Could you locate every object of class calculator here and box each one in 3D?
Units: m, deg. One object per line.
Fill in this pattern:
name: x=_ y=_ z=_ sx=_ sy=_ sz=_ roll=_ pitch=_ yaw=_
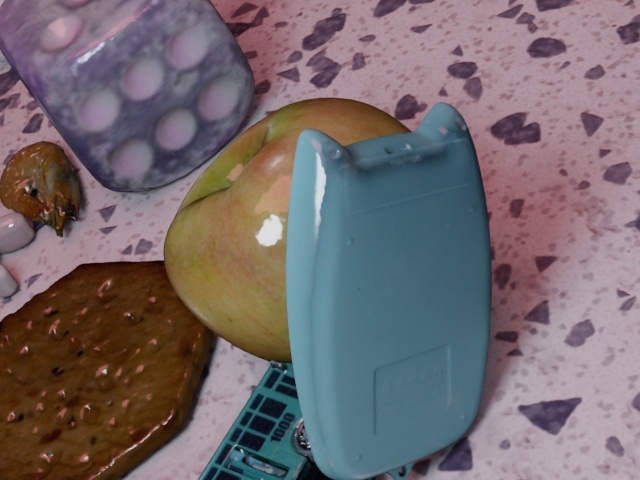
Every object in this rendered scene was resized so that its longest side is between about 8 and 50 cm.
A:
calculator: x=0.077 y=0.066 z=1.366 sx=0.256 sy=0.386 sz=0.054 roll=-15 pitch=21 yaw=-36

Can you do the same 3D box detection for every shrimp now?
shrimp: x=-0.403 y=-0.068 z=1.951 sx=0.115 sy=0.051 sz=0.217 roll=-37 pitch=46 yaw=3

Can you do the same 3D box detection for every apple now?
apple: x=0.000 y=0.000 z=1.517 sx=0.319 sy=0.277 sz=0.319 roll=-38 pitch=20 yaw=16

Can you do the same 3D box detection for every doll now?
doll: x=-0.488 y=0.017 z=1.913 sx=0.160 sy=0.059 sz=0.161 roll=-8 pitch=50 yaw=19

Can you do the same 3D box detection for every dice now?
dice: x=-0.272 y=-0.252 z=1.886 sx=0.270 sy=0.270 sz=0.271 roll=-36 pitch=45 yaw=-5

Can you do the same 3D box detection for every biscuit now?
biscuit: x=-0.296 y=0.168 z=1.693 sx=0.359 sy=0.046 sz=0.359 roll=-14 pitch=48 yaw=16

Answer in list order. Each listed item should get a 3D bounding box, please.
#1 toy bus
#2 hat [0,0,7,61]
toy bus: x=-0.044 y=0.257 z=1.432 sx=0.147 sy=0.128 sz=0.256 roll=14 pitch=62 yaw=37
hat: x=-0.530 y=-0.371 z=2.209 sx=0.203 sy=0.203 sz=0.126 roll=3 pitch=69 yaw=29
